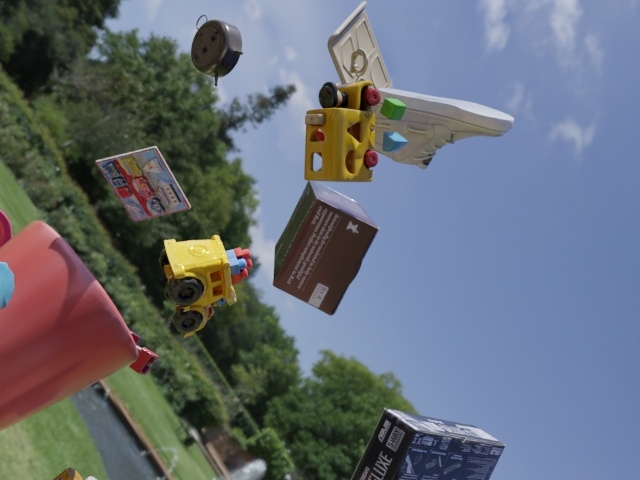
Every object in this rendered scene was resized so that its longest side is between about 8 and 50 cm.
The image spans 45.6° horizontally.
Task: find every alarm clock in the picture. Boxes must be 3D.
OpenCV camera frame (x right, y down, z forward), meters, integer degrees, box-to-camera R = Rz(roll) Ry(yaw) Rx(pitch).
[{"bbox_3d":[-0.255,-0.465,1.789,0.064,0.129,0.192,13,40,-47],"label":"alarm clock"}]

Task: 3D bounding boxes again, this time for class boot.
[{"bbox_3d":[0.202,-0.183,1.322,0.258,0.095,0.123,19,-69,31],"label":"boot"}]

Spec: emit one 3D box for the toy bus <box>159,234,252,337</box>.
[{"bbox_3d":[-0.261,0.098,1.796,0.149,0.212,0.220,-121,-155,-47],"label":"toy bus"}]

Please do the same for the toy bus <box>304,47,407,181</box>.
[{"bbox_3d":[0.026,-0.185,1.224,0.191,0.105,0.202,-56,-129,36],"label":"toy bus"}]

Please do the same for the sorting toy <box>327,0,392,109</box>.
[{"bbox_3d":[0.065,-0.342,1.600,0.041,0.307,0.229,-3,-56,28],"label":"sorting toy"}]

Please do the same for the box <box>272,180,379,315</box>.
[{"bbox_3d":[0.000,0.000,1.571,0.143,0.191,0.381,27,7,-9],"label":"box"}]

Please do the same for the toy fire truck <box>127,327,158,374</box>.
[{"bbox_3d":[-0.397,0.225,1.599,0.135,0.047,0.192,32,-7,3],"label":"toy fire truck"}]

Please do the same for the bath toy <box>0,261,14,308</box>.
[{"bbox_3d":[-0.581,0.028,0.976,0.129,0.349,0.151,-50,151,-68],"label":"bath toy"}]

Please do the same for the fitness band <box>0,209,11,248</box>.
[{"bbox_3d":[-0.959,0.024,2.029,0.054,0.290,0.209,24,-12,47],"label":"fitness band"}]

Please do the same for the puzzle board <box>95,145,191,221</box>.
[{"bbox_3d":[-0.264,-0.081,1.141,0.128,0.097,0.011,67,16,-44],"label":"puzzle board"}]

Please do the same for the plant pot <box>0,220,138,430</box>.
[{"bbox_3d":[-0.454,0.144,1.149,0.275,0.243,0.274,40,-28,27],"label":"plant pot"}]

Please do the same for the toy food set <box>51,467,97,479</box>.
[{"bbox_3d":[-0.359,0.475,1.193,0.232,0.104,0.111,50,-3,3],"label":"toy food set"}]

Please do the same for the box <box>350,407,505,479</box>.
[{"bbox_3d":[0.173,0.432,1.322,0.308,0.242,0.077,22,4,-46],"label":"box"}]
